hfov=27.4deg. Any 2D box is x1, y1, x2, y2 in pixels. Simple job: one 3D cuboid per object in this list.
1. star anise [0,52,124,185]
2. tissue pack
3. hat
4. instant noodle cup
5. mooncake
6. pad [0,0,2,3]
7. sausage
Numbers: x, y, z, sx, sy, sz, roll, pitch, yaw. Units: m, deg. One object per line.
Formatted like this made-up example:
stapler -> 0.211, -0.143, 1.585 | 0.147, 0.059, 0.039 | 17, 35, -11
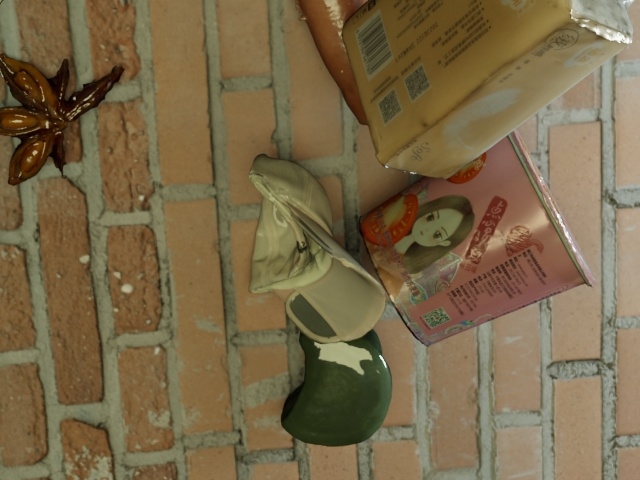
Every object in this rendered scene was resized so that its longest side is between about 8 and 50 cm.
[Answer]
star anise -> -0.367, -0.168, 1.688 | 0.157, 0.053, 0.212 | 30, 102, -10
tissue pack -> 0.210, -0.231, 1.513 | 0.238, 0.238, 0.305 | 43, 130, -11
hat -> 0.000, 0.000, 1.661 | 0.226, 0.164, 0.219 | 22, 141, 13
instant noodle cup -> 0.194, 0.001, 1.672 | 0.231, 0.243, 0.243 | -28, 103, 12
mooncake -> 0.014, 0.189, 1.768 | 0.175, 0.104, 0.168 | -44, 105, 10
pad -> -0.504, -0.333, 1.667 | 0.190, 0.004, 0.127 | 38, 99, -11
sausage -> 0.004, -0.339, 1.644 | 0.094, 0.094, 0.419 | -16, 106, 30
